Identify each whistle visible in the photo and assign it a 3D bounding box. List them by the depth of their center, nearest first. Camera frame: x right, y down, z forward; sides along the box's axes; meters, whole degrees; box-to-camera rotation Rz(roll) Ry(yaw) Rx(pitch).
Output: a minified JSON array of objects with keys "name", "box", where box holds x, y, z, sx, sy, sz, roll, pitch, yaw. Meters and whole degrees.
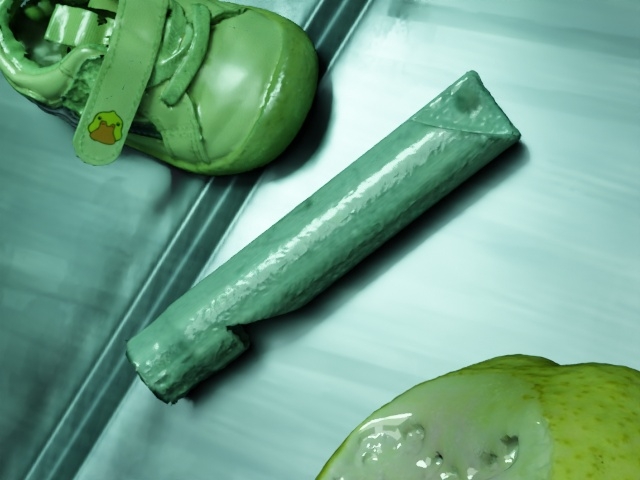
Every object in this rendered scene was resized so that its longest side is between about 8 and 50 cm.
[{"name":"whistle","box":[0.000,0.000,0.826,0.312,0.062,0.062,-38,72,5]}]

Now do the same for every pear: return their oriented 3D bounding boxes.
[{"name":"pear","box":[0.112,0.189,0.660,0.271,0.271,0.271,-3,78,15]}]

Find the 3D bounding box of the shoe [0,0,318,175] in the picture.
[{"name":"shoe","box":[-0.136,-0.124,0.868,0.262,0.128,0.140,19,98,21]}]
